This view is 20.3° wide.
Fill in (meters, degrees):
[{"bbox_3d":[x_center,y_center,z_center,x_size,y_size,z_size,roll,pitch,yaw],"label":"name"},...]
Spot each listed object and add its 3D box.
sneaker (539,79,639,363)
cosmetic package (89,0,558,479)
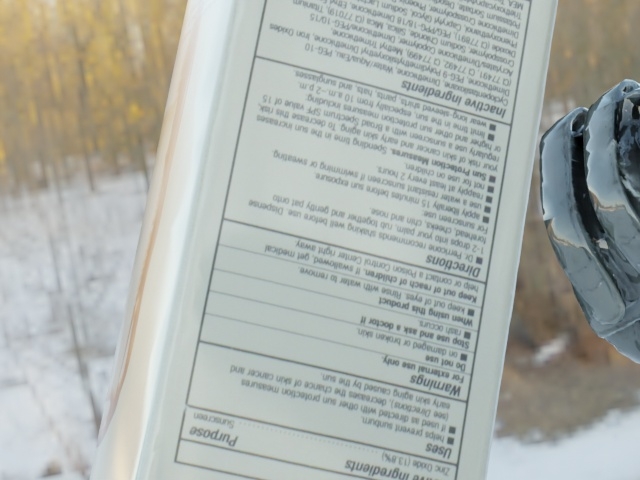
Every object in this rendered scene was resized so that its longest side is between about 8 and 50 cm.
[{"bbox_3d":[0.117,-0.038,0.522,0.146,0.105,0.296,-17,-35,24],"label":"sneaker"},{"bbox_3d":[0.000,0.000,0.802,0.153,0.296,0.129,16,-16,-14],"label":"cosmetic package"}]
